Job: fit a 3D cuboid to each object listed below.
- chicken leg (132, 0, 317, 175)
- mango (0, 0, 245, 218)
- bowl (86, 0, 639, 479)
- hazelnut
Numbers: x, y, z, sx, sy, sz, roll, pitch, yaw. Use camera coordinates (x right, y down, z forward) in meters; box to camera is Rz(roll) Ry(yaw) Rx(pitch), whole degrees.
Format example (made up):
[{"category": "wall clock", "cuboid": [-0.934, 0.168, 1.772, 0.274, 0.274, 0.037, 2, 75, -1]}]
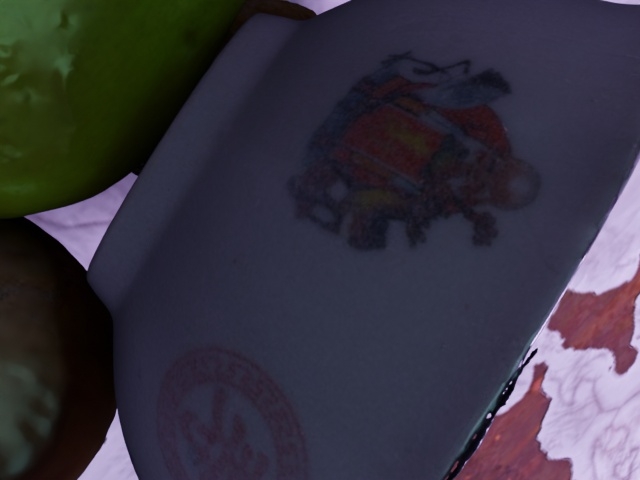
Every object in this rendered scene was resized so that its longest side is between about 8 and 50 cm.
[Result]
[{"category": "chicken leg", "cuboid": [-0.035, -0.047, 0.842, 0.177, 0.083, 0.322, -49, 139, 13]}, {"category": "mango", "cuboid": [-0.107, -0.138, 0.662, 0.185, 0.149, 0.273, 28, 95, -49]}, {"category": "bowl", "cuboid": [0.000, 0.000, 0.690, 0.345, 0.157, 0.345, -57, -178, 2]}, {"category": "hazelnut", "cuboid": [-0.197, 0.070, 0.733, 0.214, 0.176, 0.214, -4, 157, -2]}]
